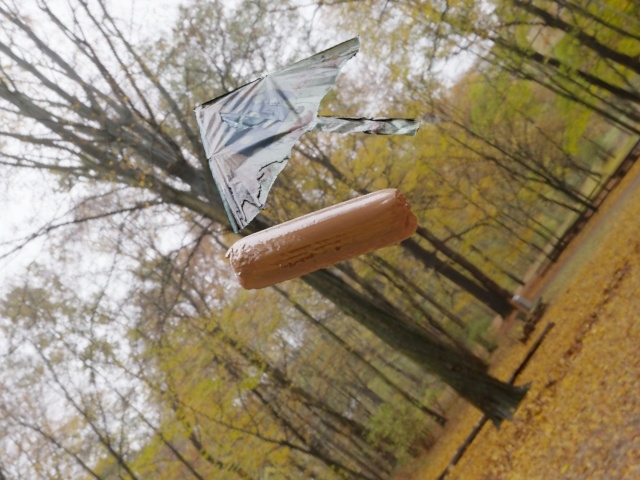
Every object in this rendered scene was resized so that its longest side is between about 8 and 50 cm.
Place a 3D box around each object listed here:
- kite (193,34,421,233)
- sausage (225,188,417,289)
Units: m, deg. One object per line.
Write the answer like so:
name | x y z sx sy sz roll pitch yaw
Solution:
kite | -0.032 -0.140 0.766 0.335 0.315 0.011 -64 -31 -26
sausage | -0.001 -0.001 0.934 0.289 0.086 0.086 -18 -11 12
